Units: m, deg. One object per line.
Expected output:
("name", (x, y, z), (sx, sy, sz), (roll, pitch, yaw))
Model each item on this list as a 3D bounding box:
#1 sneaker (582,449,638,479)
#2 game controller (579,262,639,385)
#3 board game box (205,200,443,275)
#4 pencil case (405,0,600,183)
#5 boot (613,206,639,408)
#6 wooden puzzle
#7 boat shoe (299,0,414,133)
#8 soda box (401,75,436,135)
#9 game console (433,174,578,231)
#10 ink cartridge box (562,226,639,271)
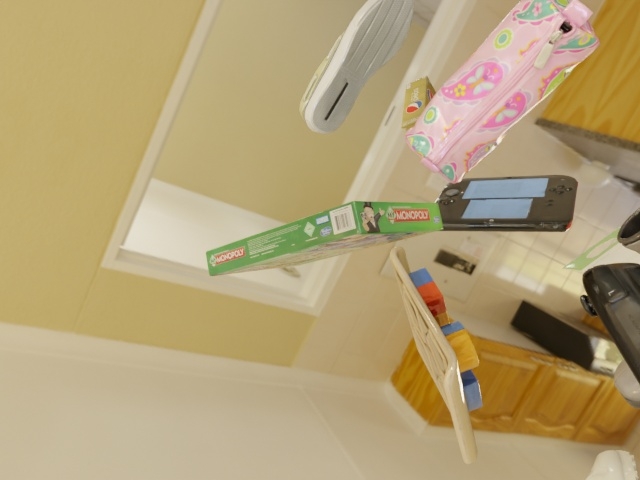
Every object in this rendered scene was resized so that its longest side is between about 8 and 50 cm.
("sneaker", (0.305, 0.315, 0.576), (0.095, 0.090, 0.235), (-9, -166, 30))
("game controller", (0.311, 0.161, 0.402), (0.166, 0.067, 0.319), (23, -139, -52))
("board game box", (0.000, 0.000, 0.823), (0.317, 0.046, 0.214), (-16, 173, 40))
("pencil case", (0.249, -0.214, 0.737), (0.124, 0.284, 0.124), (28, -145, -22))
("boot", (0.485, 0.057, 0.718), (0.223, 0.338, 0.118), (37, -166, -8))
("wooden puzzle", (0.248, 0.218, 1.059), (0.347, 0.081, 0.322), (-105, -5, -51))
("boat shoe", (0.055, -0.343, 0.976), (0.109, 0.302, 0.094), (30, -169, -41))
("soda box", (0.232, -0.303, 1.216), (0.061, 0.058, 0.181), (49, -142, -34))
("game console", (0.522, -0.110, 1.504), (0.387, 0.060, 0.342), (1, -157, 29))
("ink cartridge box", (0.603, 0.037, 0.982), (0.056, 0.171, 0.235), (58, 170, -6))
